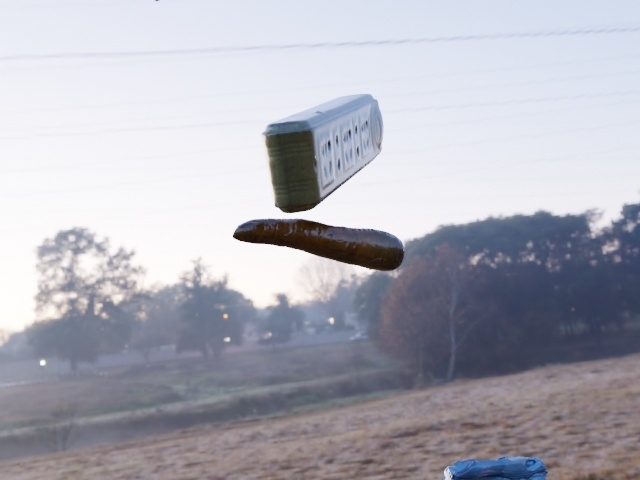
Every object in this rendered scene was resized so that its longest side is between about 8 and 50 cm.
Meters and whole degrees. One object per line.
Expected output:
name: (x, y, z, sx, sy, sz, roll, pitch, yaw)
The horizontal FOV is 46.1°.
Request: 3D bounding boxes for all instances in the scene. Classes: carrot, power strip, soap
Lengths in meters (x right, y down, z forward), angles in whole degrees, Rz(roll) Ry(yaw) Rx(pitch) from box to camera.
carrot: (0.000, 0.000, 0.826, 0.191, 0.047, 0.047, 10, -13, -11)
power strip: (0.020, -0.117, 0.886, 0.066, 0.092, 0.387, -3, 15, 15)
soap: (0.243, 0.437, 1.146, 0.156, 0.077, 0.293, 2, -53, -11)
